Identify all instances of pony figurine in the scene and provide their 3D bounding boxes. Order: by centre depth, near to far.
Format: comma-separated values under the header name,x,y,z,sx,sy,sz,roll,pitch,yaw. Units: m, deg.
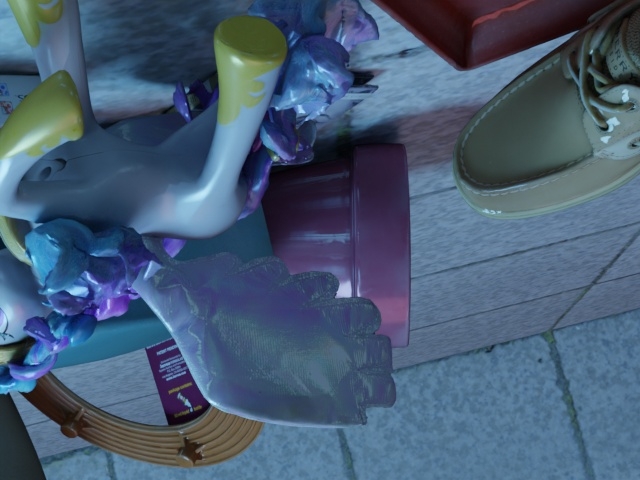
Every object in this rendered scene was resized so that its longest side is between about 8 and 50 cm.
name,x,y,z,sx,sy,sz,roll,pitch,yaw
pony figurine,-0.100,-0.035,0.975,0.351,0.303,0.363,-4,141,-28

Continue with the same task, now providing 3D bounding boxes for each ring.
name,x,y,z,sx,sy,sz,roll,pitch,yaw
ring,-0.212,0.123,1.470,0.336,0.336,0.032,-26,-154,40

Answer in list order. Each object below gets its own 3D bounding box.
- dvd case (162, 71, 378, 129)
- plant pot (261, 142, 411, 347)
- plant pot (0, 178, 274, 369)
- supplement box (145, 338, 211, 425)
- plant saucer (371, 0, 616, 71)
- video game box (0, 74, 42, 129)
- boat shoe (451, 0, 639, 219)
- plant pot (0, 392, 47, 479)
name,x,y,z,sx,sy,sz,roll,pitch,yaw
dvd case,-0.077,-0.095,1.256,0.164,0.018,0.221,-4,163,-37
plant pot,-0.004,0.005,1.408,0.180,0.201,0.201,0,167,1
plant pot,-0.163,0.014,1.248,0.234,0.165,0.166,-2,163,-45
supplement box,-0.130,0.111,1.578,0.081,0.188,0.104,-25,170,39
plant saucer,0.174,-0.208,0.989,0.259,0.047,0.258,-20,166,19
video game box,-0.312,-0.065,1.053,0.205,0.048,0.187,-26,164,41
boat shoe,0.230,-0.129,1.049,0.341,0.121,0.110,-32,157,22
plant pot,-0.432,0.201,1.546,0.256,0.274,0.256,-13,167,-3
